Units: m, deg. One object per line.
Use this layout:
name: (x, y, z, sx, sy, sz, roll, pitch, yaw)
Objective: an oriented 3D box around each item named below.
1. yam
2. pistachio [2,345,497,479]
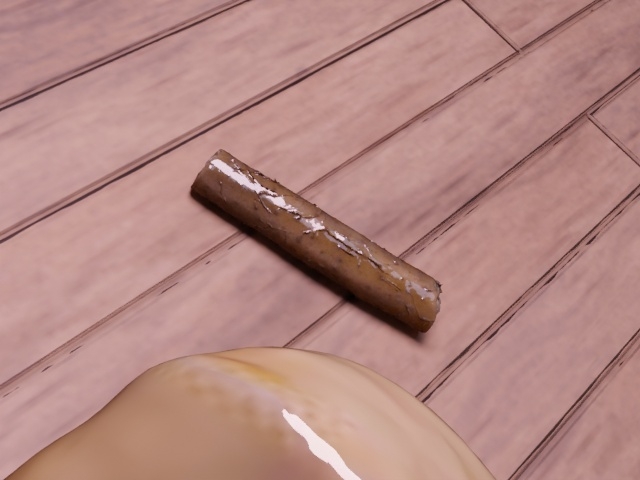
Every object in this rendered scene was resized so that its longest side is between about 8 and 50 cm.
yam: (0.000, 0.000, 0.745, 0.145, 0.032, 0.032, 32, 40, -5)
pistachio: (-0.015, 0.174, 0.397, 0.230, 0.230, 0.308, -24, 109, -46)
